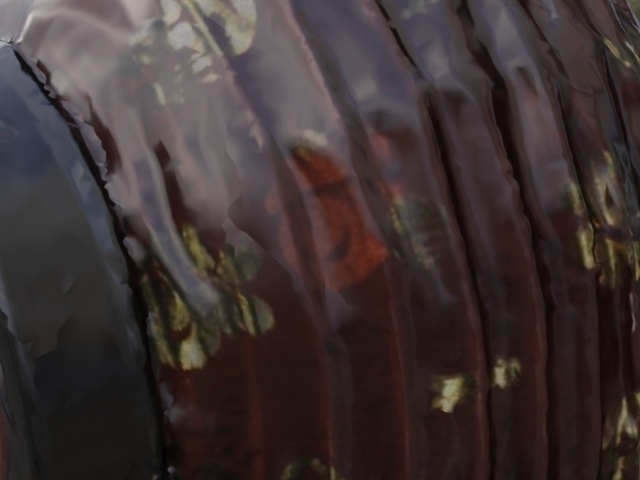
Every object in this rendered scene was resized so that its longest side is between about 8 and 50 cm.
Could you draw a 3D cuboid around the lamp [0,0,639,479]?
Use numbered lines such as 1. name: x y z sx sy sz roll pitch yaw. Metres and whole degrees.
1. lamp: 0.000 0.000 0.429 0.247 0.247 0.247 1 12 0
